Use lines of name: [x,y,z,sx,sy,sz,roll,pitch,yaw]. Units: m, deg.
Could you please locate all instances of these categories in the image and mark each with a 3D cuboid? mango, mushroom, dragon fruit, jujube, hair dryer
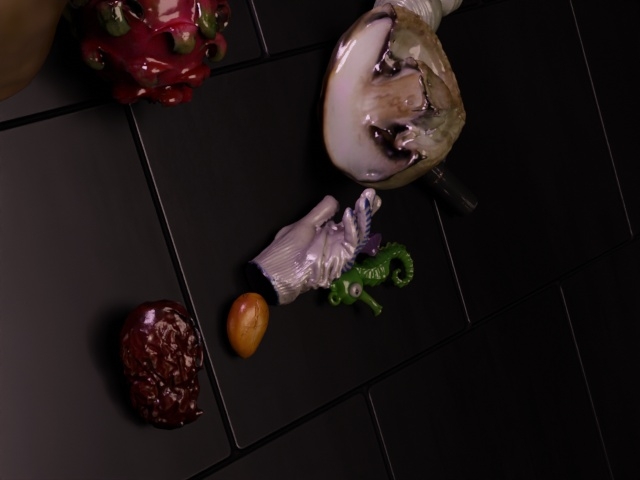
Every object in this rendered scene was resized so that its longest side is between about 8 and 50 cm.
mango: [-0.097,0.115,1.525,0.060,0.046,0.089,10,82,-40]
mushroom: [0.111,-0.191,1.661,0.164,0.190,0.267,17,50,-49]
dragon fruit: [-0.217,-0.303,1.399,0.218,0.198,0.272,2,58,-12]
jujube: [-0.201,0.154,1.401,0.104,0.104,0.165,-9,100,-41]
hair dryer: [0.207,-0.161,1.827,0.173,0.050,0.194,43,56,-32]

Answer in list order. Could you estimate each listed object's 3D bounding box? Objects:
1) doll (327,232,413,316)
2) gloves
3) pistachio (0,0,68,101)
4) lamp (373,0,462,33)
doll: [0.074,0.050,1.680,0.190,0.050,0.115,-28,99,-41]
gloves: [-0.002,0.005,1.581,0.229,0.119,0.097,-40,147,-15]
pistachio: [-0.417,-0.351,1.157,0.365,0.281,0.445,-37,112,-42]
lamp: [0.157,-0.364,1.775,0.193,0.106,0.106,-36,108,-46]
